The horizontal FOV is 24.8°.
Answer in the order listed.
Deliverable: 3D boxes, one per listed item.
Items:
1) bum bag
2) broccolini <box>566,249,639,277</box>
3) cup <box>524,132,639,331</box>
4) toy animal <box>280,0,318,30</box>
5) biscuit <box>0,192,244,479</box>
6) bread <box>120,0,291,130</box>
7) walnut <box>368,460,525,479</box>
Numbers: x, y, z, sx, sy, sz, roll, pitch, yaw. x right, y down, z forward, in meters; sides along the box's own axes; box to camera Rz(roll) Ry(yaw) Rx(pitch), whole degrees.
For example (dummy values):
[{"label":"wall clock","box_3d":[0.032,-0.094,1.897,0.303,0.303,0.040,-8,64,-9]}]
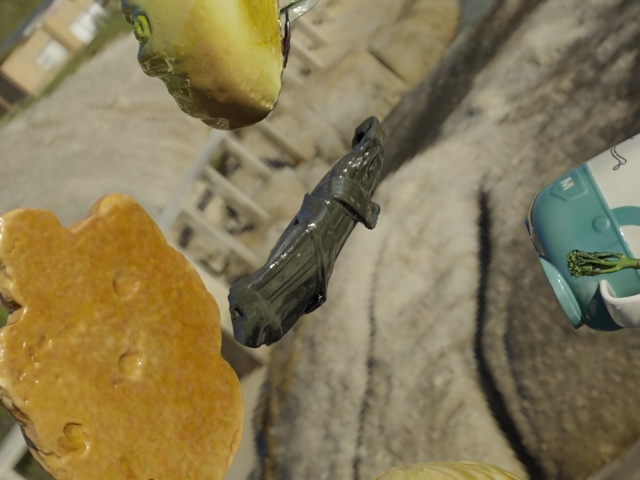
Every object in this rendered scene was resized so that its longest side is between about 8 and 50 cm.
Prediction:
[{"label":"bum bag","box_3d":[0.000,0.000,1.662,0.326,0.079,0.142,-54,-24,-28]},{"label":"broccolini","box_3d":[0.312,0.024,1.489,0.140,0.035,0.030,-1,86,48]},{"label":"cup","box_3d":[0.405,0.000,1.800,0.257,0.219,0.290,-27,27,11]},{"label":"toy animal","box_3d":[-0.058,-0.246,1.736,0.217,0.041,0.075,-36,42,-18]},{"label":"biscuit","box_3d":[-0.206,0.113,1.413,0.051,0.376,0.269,-8,40,39]},{"label":"bread","box_3d":[-0.134,-0.244,1.459,0.158,0.261,0.156,-5,-4,27]},{"label":"walnut","box_3d":[0.136,0.343,1.407,0.283,0.283,0.227,-54,4,-23]}]
